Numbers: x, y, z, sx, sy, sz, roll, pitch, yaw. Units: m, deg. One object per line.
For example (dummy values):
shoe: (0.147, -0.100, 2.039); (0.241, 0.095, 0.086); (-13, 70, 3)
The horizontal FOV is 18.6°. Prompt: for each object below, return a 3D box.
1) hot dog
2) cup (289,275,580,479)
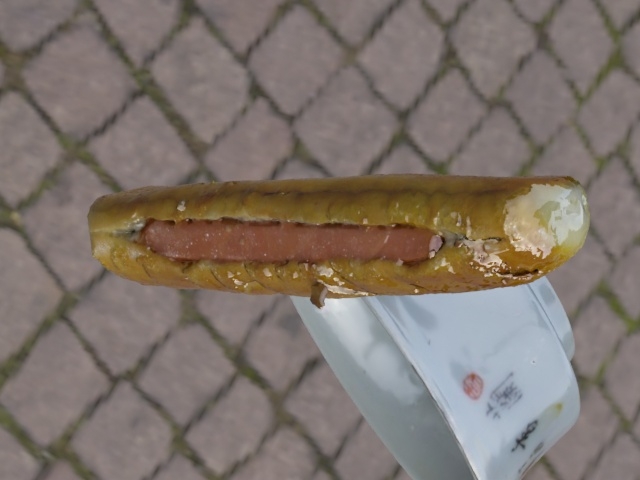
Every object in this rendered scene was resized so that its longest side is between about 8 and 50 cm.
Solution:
hot dog: (0.001, -0.004, 0.961); (0.088, 0.286, 0.061); (-14, 101, -47)
cup: (0.111, 0.079, 1.740); (0.163, 0.347, 0.347); (-34, 124, -12)
